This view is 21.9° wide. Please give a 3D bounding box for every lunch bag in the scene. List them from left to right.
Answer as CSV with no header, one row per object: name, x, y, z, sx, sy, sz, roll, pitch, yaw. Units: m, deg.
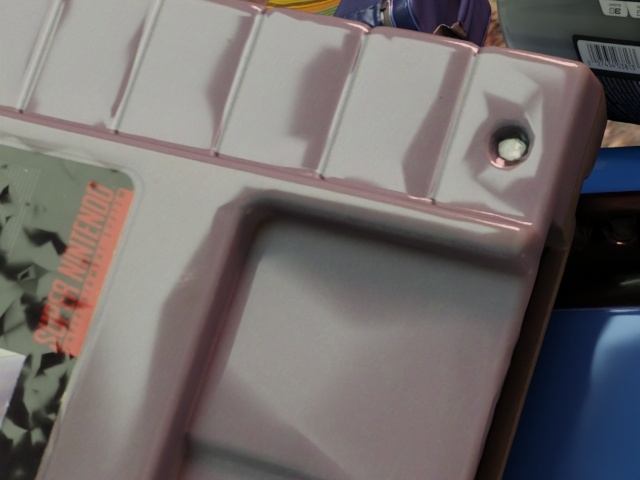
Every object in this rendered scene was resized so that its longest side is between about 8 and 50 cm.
lunch bag,0.053,-0.121,0.908,0.065,0.067,0.098,-20,33,33

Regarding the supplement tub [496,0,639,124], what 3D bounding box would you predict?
supplement tub,0.167,-0.096,0.633,0.117,0.117,0.190,-49,32,-17

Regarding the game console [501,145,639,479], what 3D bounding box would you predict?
game console,0.024,0.067,0.609,0.293,0.173,0.250,-2,9,17

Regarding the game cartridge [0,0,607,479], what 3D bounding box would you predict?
game cartridge,-0.069,0.091,0.513,0.230,0.068,0.355,14,77,17

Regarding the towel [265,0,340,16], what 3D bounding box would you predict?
towel,-0.042,-0.101,1.047,0.102,0.021,0.237,-5,43,48
